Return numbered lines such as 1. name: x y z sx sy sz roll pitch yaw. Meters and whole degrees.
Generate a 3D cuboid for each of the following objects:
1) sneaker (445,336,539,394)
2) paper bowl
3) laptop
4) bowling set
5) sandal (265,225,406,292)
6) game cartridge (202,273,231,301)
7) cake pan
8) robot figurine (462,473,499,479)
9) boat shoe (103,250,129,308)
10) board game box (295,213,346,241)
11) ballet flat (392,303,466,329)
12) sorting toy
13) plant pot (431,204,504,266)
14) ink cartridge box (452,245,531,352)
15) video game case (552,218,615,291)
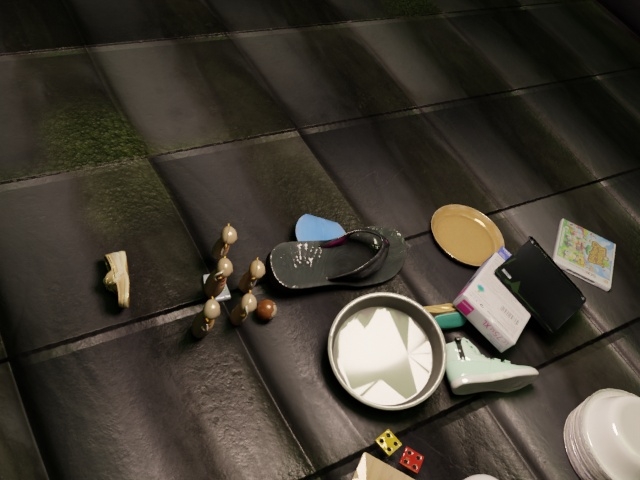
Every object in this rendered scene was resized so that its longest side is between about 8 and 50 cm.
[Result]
1. sneaker: 0.432 0.308 1.797 0.256 0.094 0.151 2 48 -21
2. paper bowl: 0.762 0.499 1.722 0.284 0.148 0.284 11 47 -12
3. laptop: 0.633 0.120 2.015 0.234 0.136 0.264 50 14 7
4. bowling set: -0.182 0.110 1.681 0.200 0.154 0.287 15 58 -15
5. sandal: 0.072 0.046 1.853 0.446 0.107 0.167 -11 72 -34
6. game cartridge: -0.263 0.117 1.754 0.056 0.017 0.083 -12 56 -24
7. cake pan: 0.159 0.271 1.705 0.293 0.054 0.293 3 65 -7
8. robot figurine: 0.381 0.624 1.461 0.278 0.209 0.173 42 72 15
9. boat shoe: -0.487 0.095 1.664 0.059 0.063 0.170 -3 43 -19
10. board game box: 0.000 0.000 1.936 0.169 0.033 0.133 15 51 -24
11. ballet flat: 0.276 0.207 1.853 0.232 0.080 0.073 -1 24 -24
12. sorting toy: 0.126 0.545 1.514 0.132 0.046 0.274 28 48 4
13. plant pot: 0.439 -0.010 2.110 0.236 0.032 0.236 10 49 -12
14. ink cartridge box: 0.499 0.154 1.934 0.186 0.065 0.311 46 43 5
15. video game case: 0.836 0.042 2.217 0.193 0.023 0.212 27 47 3
